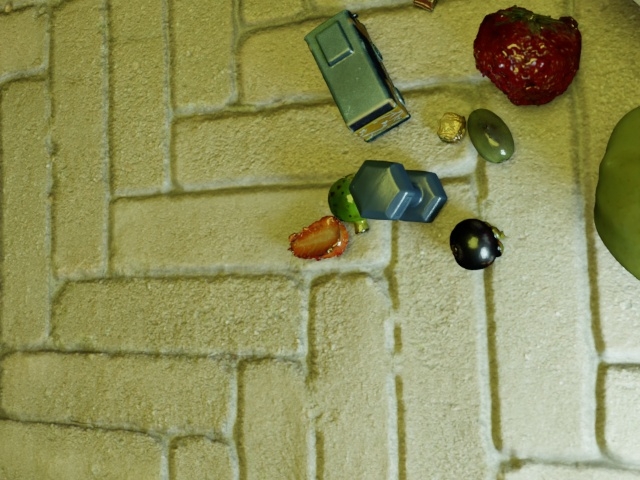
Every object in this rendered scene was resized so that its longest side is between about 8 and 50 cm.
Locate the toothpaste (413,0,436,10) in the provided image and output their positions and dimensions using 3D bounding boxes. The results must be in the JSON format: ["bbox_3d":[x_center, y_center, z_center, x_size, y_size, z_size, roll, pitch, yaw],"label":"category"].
[{"bbox_3d":[0.337,-0.754,1.862,0.062,0.039,0.239,30,101,14],"label":"toothpaste"}]

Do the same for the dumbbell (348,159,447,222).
[{"bbox_3d":[0.205,-0.120,1.726,0.144,0.325,0.159,-27,78,27],"label":"dumbbell"}]

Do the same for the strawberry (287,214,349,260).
[{"bbox_3d":[0.000,0.000,1.945,0.188,0.082,0.121,-13,68,32],"label":"strawberry"}]

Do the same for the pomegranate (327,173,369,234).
[{"bbox_3d":[0.094,-0.104,1.880,0.143,0.122,0.168,-11,79,1],"label":"pomegranate"}]

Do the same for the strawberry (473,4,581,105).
[{"bbox_3d":[0.510,-0.450,1.686,0.274,0.274,0.220,20,132,22],"label":"strawberry"}]

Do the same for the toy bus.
[{"bbox_3d":[0.099,-0.454,1.859,0.162,0.194,0.323,-29,77,20],"label":"toy bus"}]

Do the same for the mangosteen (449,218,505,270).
[{"bbox_3d":[0.413,0.005,1.751,0.152,0.137,0.137,-19,78,-14],"label":"mangosteen"}]

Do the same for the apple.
[{"bbox_3d":[0.815,-0.091,1.418,0.474,0.474,0.473,-1,87,23],"label":"apple"}]

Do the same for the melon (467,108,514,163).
[{"bbox_3d":[0.442,-0.275,1.759,0.099,0.099,0.162,-31,73,18],"label":"melon"}]

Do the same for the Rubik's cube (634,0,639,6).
[{"bbox_3d":[0.817,-0.668,1.454,0.318,0.322,0.316,51,131,17],"label":"Rubik's cube"}]

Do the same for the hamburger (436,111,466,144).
[{"bbox_3d":[0.356,-0.303,1.824,0.076,0.044,0.083,25,95,24],"label":"hamburger"}]
